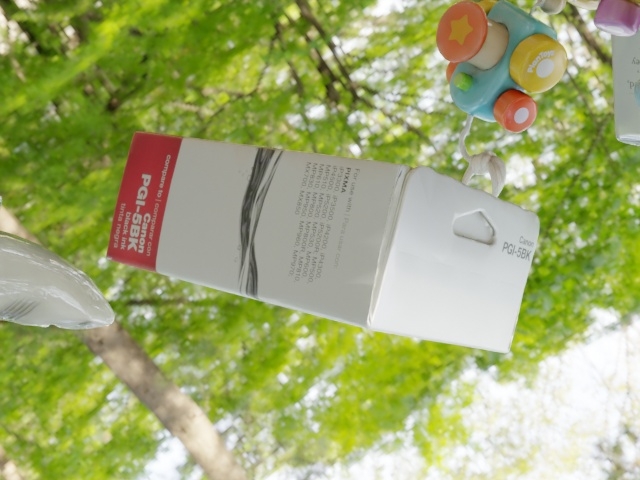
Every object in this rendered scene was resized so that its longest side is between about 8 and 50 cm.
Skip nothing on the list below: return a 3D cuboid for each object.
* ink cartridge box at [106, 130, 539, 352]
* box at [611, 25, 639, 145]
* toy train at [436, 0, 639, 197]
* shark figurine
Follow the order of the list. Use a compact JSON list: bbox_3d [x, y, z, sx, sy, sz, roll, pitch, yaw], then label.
[{"bbox_3d":[0.000,0.000,0.382,0.135,0.099,0.056,11,-93,40],"label":"ink cartridge box"},{"bbox_3d":[0.291,-0.128,0.563,0.181,0.119,0.182,-30,-148,-33],"label":"box"},{"bbox_3d":[0.103,-0.079,0.410,0.166,0.046,0.125,-27,-127,47],"label":"toy train"},{"bbox_3d":[-0.210,0.029,0.524,0.116,0.166,0.278,-41,-173,25],"label":"shark figurine"}]
